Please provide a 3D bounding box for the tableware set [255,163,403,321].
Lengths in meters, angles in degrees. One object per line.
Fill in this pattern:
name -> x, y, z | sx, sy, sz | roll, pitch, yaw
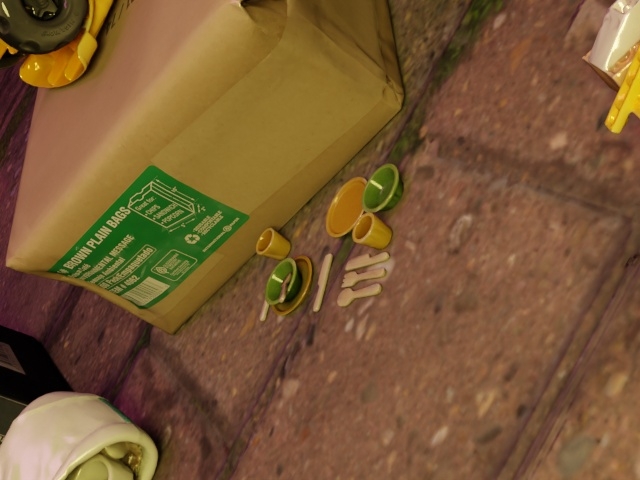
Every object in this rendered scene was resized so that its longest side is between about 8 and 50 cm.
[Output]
tableware set -> 0.000, 0.000, 0.736 | 0.154, 0.024, 0.104 | -17, 52, 53

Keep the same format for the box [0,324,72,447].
box -> -0.396, 0.237, 1.017 | 0.296, 0.183, 0.294 | 24, 88, 62

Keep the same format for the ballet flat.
ballet flat -> -0.225, 0.304, 0.756 | 0.139, 0.139, 0.400 | -11, 56, 55

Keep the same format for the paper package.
paper package -> -0.102, -0.138, 0.871 | 0.325, 0.168, 0.309 | -42, 35, 32

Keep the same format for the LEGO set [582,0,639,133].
LEGO set -> 0.203, -0.063, 0.390 | 0.287, 0.107, 0.132 | 144, 139, -74

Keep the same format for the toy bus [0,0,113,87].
toy bus -> -0.255, -0.263, 0.837 | 0.149, 0.220, 0.211 | 4, 63, 55
